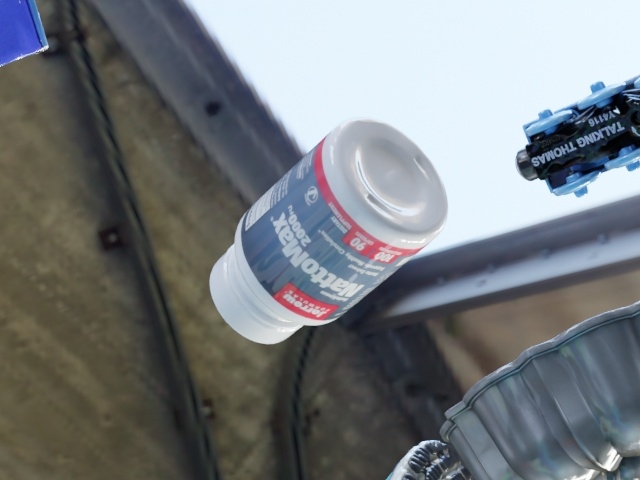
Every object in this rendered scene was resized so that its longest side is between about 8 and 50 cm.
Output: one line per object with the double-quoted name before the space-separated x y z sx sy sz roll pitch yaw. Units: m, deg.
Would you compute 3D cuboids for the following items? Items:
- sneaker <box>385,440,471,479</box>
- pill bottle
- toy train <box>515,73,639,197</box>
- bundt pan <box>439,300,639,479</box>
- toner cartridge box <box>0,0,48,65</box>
"sneaker" 0.051 0.260 1.452 0.275 0.110 0.107 -32 -86 -52
"pill bottle" 0.000 0.000 1.234 0.108 0.180 0.108 24 -135 -26
"toy train" 0.246 -0.096 1.351 0.080 0.184 0.105 65 -154 -2
"bundt pan" 0.291 0.178 1.649 0.330 0.331 0.124 -7 -116 -35
"toner cartridge box" -0.347 -0.132 0.976 0.347 0.075 0.165 -26 -63 -26
